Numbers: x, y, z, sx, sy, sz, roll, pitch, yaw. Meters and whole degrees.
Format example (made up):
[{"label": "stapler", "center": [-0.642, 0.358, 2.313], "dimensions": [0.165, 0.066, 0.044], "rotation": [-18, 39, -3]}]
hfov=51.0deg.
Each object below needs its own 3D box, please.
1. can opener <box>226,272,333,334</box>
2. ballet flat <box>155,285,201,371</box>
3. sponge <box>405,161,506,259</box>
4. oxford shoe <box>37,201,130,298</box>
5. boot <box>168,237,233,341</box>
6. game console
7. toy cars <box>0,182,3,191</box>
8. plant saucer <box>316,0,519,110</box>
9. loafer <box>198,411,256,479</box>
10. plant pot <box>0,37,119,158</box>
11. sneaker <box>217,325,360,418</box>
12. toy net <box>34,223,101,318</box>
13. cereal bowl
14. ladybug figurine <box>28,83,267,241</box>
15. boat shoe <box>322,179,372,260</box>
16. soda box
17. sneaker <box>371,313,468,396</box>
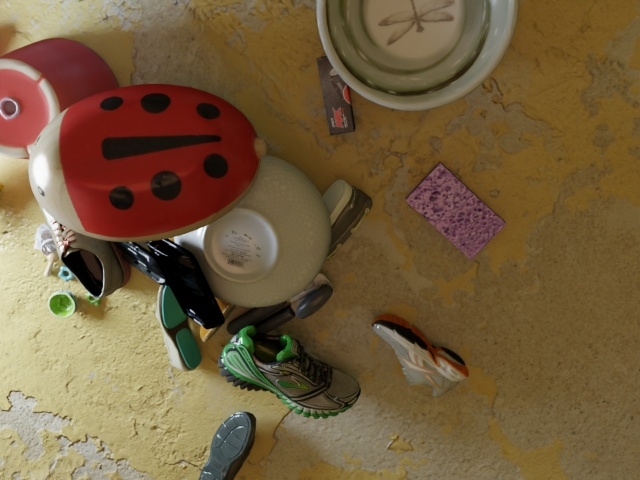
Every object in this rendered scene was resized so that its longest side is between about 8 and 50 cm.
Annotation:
[{"label": "can opener", "center": [-0.097, 0.169, 1.583], "dimensions": [0.284, 0.095, 0.076], "rotation": [-31, 101, 12]}, {"label": "ballet flat", "center": [-0.358, 0.204, 1.626], "dimensions": [0.086, 0.086, 0.248], "rotation": [-8, 107, 7]}, {"label": "sponge", "center": [0.305, -0.065, 1.518], "dimensions": [0.210, 0.031, 0.117], "rotation": [41, 105, -7]}, {"label": "oxford shoe", "center": [-0.562, -0.026, 1.545], "dimensions": [0.123, 0.130, 0.348], "rotation": [-29, 101, 12]}, {"label": "boot", "center": [-0.276, 0.071, 1.577], "dimensions": [0.211, 0.104, 0.295], "rotation": [30, 102, 1]}, {"label": "game console", "center": [-0.352, 0.055, 1.469], "dimensions": [0.044, 0.361, 0.213], "rotation": [-40, 134, -26]}, {"label": "toy cars", "center": [-0.811, -0.195, 1.545], "dimensions": [0.177, 0.087, 0.393], "rotation": [4, 103, -1]}, {"label": "plant saucer", "center": [0.193, -0.471, 1.375], "dimensions": [0.401, 0.100, 0.400], "rotation": [1, 106, 3]}, {"label": "loafer", "center": [-0.231, 0.545, 1.722], "dimensions": [0.096, 0.084, 0.267], "rotation": [34, 104, 27]}, {"label": "plant pot", "center": [-0.591, -0.287, 1.416], "dimensions": [0.275, 0.243, 0.274], "rotation": [1, 106, 5]}, {"label": "sneaker", "center": [-0.060, 0.307, 1.566], "dimensions": [0.344, 0.134, 0.146], "rotation": [21, 129, -13]}, {"label": "toy net", "center": [-0.621, 0.069, 1.622], "dimensions": [0.122, 0.045, 0.232], "rotation": [-14, 104, 9]}, {"label": "cereal bowl", "center": [-0.149, -0.009, 1.399], "dimensions": [0.339, 0.141, 0.338], "rotation": [1, 106, 5]}, {"label": "ladybug figurine", "center": [-0.324, -0.156, 1.248], "dimensions": [0.450, 0.162, 0.304], "rotation": [-11, 83, -4]}, {"label": "boat shoe", "center": [0.001, 0.003, 1.523], "dimensions": [0.091, 0.109, 0.305], "rotation": [24, 116, -28]}, {"label": "soda box", "center": [0.035, -0.316, 1.456], "dimensions": [0.060, 0.053, 0.168], "rotation": [-9, 105, 7]}, {"label": "sneaker", "center": [0.217, 0.283, 1.594], "dimensions": [0.263, 0.099, 0.121], "rotation": [35, 110, -5]}]
